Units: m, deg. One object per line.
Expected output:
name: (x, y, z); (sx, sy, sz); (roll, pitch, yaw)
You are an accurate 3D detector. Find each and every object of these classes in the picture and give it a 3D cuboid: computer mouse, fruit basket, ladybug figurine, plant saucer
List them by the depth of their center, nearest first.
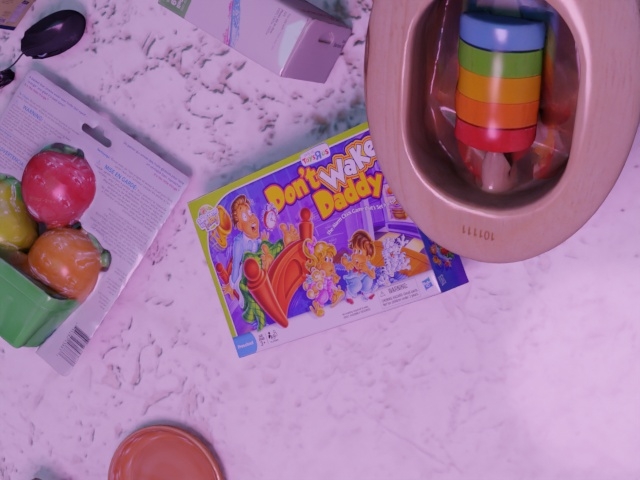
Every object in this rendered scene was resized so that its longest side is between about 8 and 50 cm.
ladybug figurine: (0.206, -0.192, 1.231); (0.305, 0.162, 0.449); (16, 123, 18)
fruit basket: (-0.404, -0.028, 1.695); (0.327, 0.165, 0.353); (34, 91, 16)
plant saucer: (-0.227, 0.373, 1.696); (0.200, 0.037, 0.200); (2, 96, 24)
computer mouse: (-0.449, -0.272, 1.713); (0.242, 0.071, 0.041); (-32, 76, 24)

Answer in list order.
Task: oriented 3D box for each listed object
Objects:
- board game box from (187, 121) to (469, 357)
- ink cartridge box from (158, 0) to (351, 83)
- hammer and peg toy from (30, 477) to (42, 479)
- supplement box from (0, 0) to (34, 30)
board game box: (0.000, 0.000, 1.504); (0.347, 0.078, 0.233); (-22, 86, 36)
ink cartridge box: (-0.085, -0.301, 1.510); (0.212, 0.154, 0.093); (31, 106, 17)
hammer and peg toy: (-0.356, 0.564, 1.707); (0.361, 0.127, 0.266); (34, 111, 17)
supplement box: (-0.486, -0.372, 1.712); (0.056, 0.083, 0.083); (45, 108, 12)
